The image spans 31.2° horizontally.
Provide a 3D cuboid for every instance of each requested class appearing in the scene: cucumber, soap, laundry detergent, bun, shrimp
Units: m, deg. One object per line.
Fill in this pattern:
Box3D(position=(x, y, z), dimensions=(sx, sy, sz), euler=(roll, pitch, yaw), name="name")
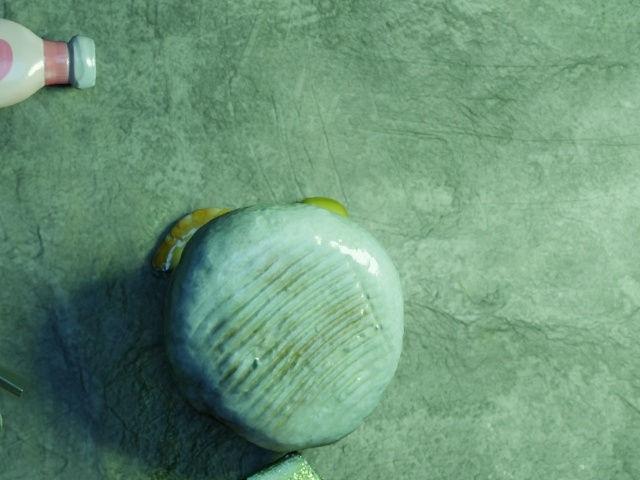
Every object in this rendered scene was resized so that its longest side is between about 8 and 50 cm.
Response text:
Box3D(position=(-0.044, 0.374, 1.656), dimensions=(0.115, 0.062, 0.116), euler=(-26, 77, -20), name="cucumber")
Box3D(position=(0.000, 0.000, 1.766), dimensions=(0.089, 0.045, 0.140), euler=(4, 75, -9), name="soap")
Box3D(position=(-0.503, -0.264, 1.690), dimensions=(0.335, 0.088, 0.159), euler=(-3, 77, -15), name="laundry detergent")
Box3D(position=(-0.054, 0.117, 1.619), dimensions=(0.362, 0.211, 0.362), euler=(-2, 98, -15), name="bun")
Box3D(position=(-0.164, 0.031, 1.720), dimensions=(0.166, 0.049, 0.161), euler=(-34, 83, -17), name="shrimp")

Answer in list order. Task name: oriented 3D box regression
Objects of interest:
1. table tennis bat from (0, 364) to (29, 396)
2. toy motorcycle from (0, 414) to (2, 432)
Box3D(position=(-0.507, 0.154, 1.592), dimensions=(0.220, 0.019, 0.130), euler=(29, 42, -3), name="table tennis bat")
Box3D(position=(-0.561, 0.301, 1.517), dimensions=(0.187, 0.125, 0.275), euler=(36, 64, -18), name="toy motorcycle")
